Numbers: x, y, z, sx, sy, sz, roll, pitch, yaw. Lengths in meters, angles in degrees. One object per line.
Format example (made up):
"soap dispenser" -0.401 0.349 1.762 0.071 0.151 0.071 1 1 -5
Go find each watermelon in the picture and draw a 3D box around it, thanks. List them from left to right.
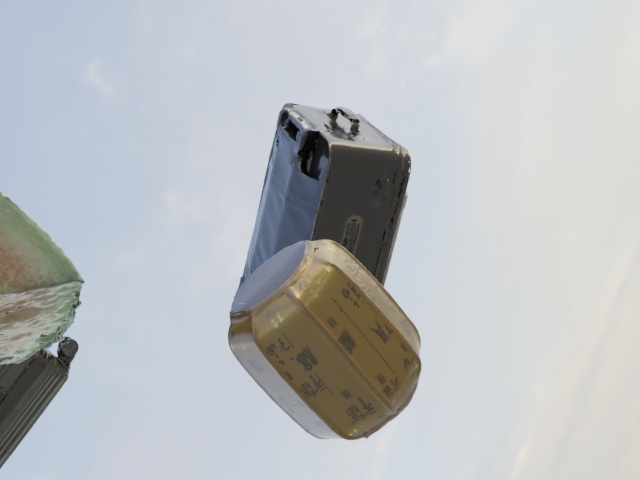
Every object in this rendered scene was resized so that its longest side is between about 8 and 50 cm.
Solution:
"watermelon" -0.443 0.053 1.257 0.302 0.151 0.264 -8 -24 -36

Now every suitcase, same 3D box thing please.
"suitcase" -0.507 0.242 1.625 0.128 0.202 0.312 43 -105 -29
"suitcase" 0.000 0.000 1.752 0.194 0.283 0.434 4 -69 -23

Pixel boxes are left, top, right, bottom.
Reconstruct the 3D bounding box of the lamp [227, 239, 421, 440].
"lamp" 0.006 0.101 1.096 0.185 0.161 0.161 47 -119 -17
